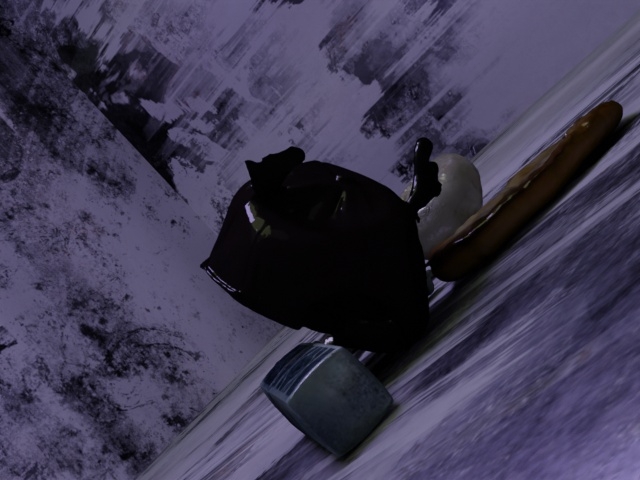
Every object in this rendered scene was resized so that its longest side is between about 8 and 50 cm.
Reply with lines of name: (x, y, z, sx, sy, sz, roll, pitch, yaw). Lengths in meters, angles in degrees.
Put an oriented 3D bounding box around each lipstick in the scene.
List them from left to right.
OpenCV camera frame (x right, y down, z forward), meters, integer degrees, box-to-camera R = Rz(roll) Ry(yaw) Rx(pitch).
lipstick: (-0.001, 0.142, 0.957, 0.077, 0.076, 0.289, -44, 3, -9)

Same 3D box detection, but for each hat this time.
hat: (-0.003, -0.028, 1.099, 0.336, 0.238, 0.209, -150, 71, -67)

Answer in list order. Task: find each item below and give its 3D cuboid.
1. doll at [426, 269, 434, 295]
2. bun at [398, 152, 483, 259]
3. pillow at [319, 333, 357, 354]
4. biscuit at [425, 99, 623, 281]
doll: (0.094, 0.048, 1.212, 0.076, 0.083, 0.050, -41, 5, -3)
bun: (0.161, -0.032, 1.410, 0.183, 0.102, 0.183, -48, 10, 12)
pillow: (0.069, 0.091, 1.341, 0.241, 0.051, 0.093, -40, -2, -46)
biscuit: (0.235, -0.060, 1.136, 0.299, 0.045, 0.154, -43, -1, -8)
